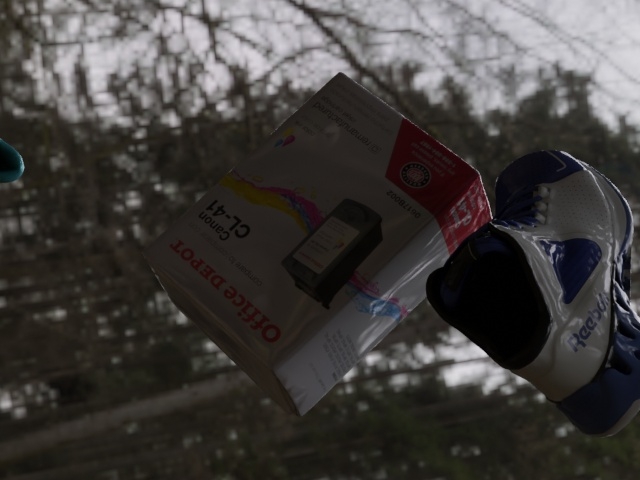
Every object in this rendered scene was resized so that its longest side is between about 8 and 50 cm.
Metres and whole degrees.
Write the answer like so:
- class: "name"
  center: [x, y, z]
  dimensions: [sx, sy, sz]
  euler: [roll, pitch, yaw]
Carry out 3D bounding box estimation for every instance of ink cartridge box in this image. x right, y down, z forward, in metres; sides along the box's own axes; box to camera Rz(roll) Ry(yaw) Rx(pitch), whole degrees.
- class: "ink cartridge box"
  center: [0.000, 0.000, 1.510]
  dimensions: [0.226, 0.306, 0.131]
  euler: [39, -16, 29]

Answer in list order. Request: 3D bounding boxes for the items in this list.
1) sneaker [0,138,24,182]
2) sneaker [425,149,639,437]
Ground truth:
- class: "sneaker"
  center: [-0.478, -0.151, 1.747]
  dimensions: [0.110, 0.275, 0.107]
  euler: [7, -110, 37]
- class: "sneaker"
  center: [0.191, 0.014, 1.282]
  dimensions: [0.127, 0.182, 0.315]
  euler: [-42, -147, 31]
